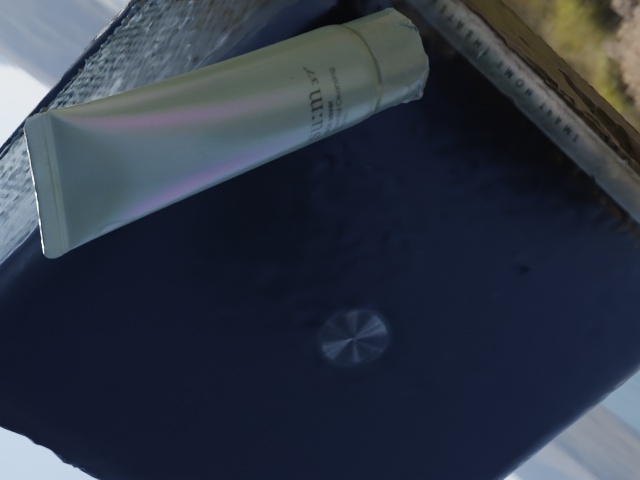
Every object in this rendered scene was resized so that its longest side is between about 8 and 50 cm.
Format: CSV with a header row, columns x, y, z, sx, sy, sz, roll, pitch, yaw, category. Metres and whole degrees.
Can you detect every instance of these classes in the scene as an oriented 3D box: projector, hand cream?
x,y,z,sx,sy,sz,roll,pitch,yaw,category
0.000,0.000,0.865,0.395,0.405,0.242,36,-160,-30,projector
-0.041,-0.058,0.570,0.050,0.205,0.078,43,146,35,hand cream
